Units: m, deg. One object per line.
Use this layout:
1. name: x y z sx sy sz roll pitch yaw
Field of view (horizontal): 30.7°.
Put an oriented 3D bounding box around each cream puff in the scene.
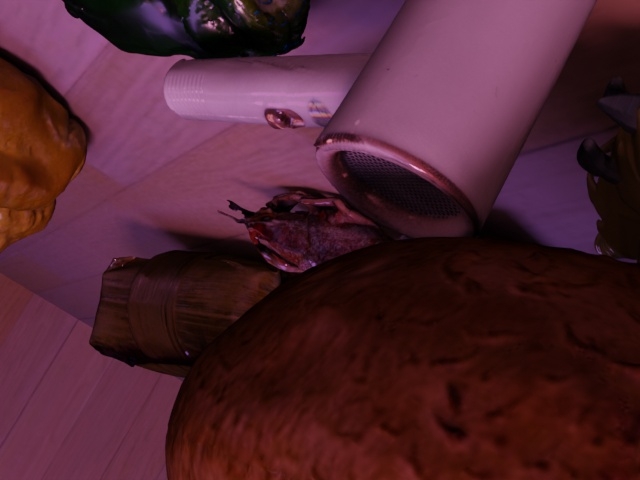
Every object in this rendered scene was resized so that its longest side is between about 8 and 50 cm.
1. cream puff: -0.394 -0.071 1.055 0.291 0.257 0.324 35 164 -7

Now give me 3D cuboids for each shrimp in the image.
1. shrimp: -0.001 0.001 0.931 0.190 0.074 0.073 16 180 25

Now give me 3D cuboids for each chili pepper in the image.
1. chili pepper: -0.095 -0.136 0.669 0.224 0.061 0.098 11 164 44

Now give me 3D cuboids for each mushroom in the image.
1. mushroom: 0.107 0.110 0.466 0.345 0.239 0.345 -10 173 -1

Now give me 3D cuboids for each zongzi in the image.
1. zongzi: -0.060 0.102 1.279 0.286 0.138 0.300 0 162 45

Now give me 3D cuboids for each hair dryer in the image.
1. hair dryer: 0.007 -0.075 0.535 0.073 0.131 0.236 41 159 -33

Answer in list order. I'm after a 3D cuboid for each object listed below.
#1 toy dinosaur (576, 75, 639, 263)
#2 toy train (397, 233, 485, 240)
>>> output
1. toy dinosaur: 0.187 -0.004 0.549 0.153 0.094 0.259 26 172 10
2. toy train: 0.209 0.118 0.886 0.409 0.089 0.086 37 -172 -30
